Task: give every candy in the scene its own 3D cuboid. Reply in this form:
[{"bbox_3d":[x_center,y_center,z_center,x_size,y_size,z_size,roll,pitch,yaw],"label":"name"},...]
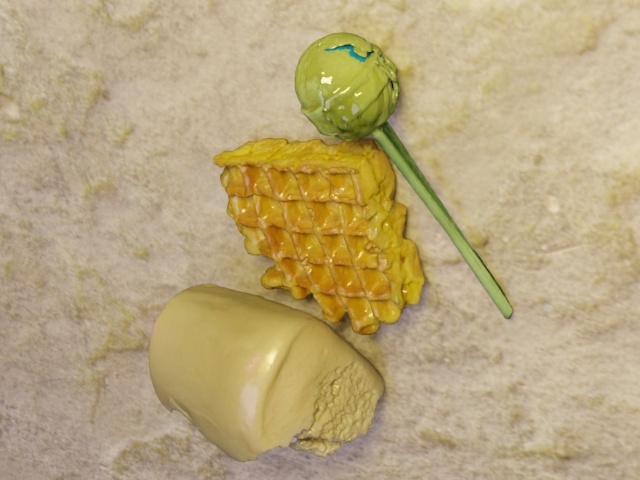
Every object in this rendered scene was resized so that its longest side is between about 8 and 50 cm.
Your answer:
[{"bbox_3d":[0.091,-0.050,1.297,0.335,0.092,0.093,53,-174,-21],"label":"candy"}]

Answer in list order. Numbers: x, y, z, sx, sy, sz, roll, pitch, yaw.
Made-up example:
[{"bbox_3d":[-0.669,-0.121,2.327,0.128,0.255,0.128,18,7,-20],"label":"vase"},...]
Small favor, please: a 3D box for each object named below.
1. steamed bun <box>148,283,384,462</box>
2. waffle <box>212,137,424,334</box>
[{"bbox_3d":[-0.078,0.152,1.539,0.225,0.170,0.200,18,166,40],"label":"steamed bun"},{"bbox_3d":[0.000,0.000,1.437,0.229,0.057,0.219,4,127,42],"label":"waffle"}]
